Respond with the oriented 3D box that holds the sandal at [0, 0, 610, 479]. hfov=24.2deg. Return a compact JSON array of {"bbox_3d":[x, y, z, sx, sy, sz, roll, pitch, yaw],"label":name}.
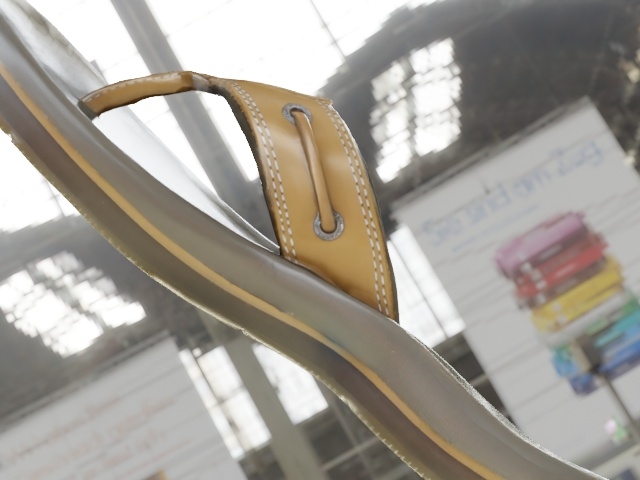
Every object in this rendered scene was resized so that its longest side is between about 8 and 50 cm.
[{"bbox_3d":[0.000,0.000,0.381,0.060,0.219,0.090,-52,-9,3],"label":"sandal"}]
